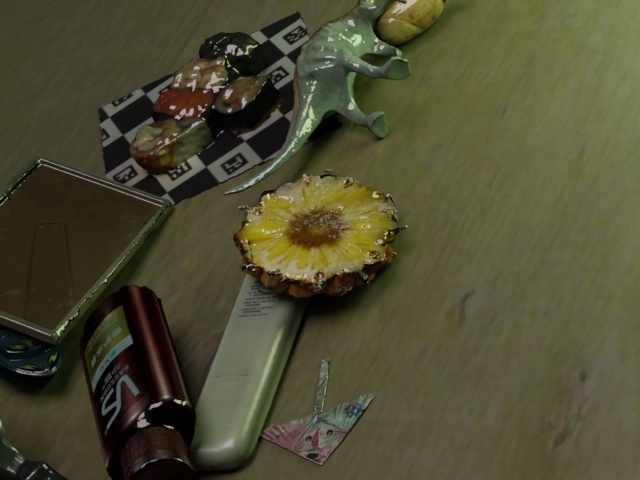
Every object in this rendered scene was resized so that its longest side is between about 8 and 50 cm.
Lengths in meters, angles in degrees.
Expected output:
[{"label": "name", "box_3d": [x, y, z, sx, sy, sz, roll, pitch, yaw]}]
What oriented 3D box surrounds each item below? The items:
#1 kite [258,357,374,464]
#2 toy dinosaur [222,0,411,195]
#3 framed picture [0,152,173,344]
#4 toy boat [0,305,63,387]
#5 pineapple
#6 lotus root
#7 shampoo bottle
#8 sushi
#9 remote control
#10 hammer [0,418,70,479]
[{"label": "kite", "box_3d": [-0.005, 0.184, 1.818, 0.137, 0.005, 0.152, -20, 37, 12]}, {"label": "toy dinosaur", "box_3d": [0.019, -0.192, 2.160, 0.393, 0.092, 0.205, -52, 45, -5]}, {"label": "framed picture", "box_3d": [-0.346, 0.004, 2.136, 0.213, 0.016, 0.289, 19, 43, 17]}, {"label": "toy boat", "box_3d": [-0.386, 0.108, 2.086, 0.093, 0.103, 0.246, -19, 36, -27]}, {"label": "pineapple", "box_3d": [0.000, 0.000, 1.956, 0.221, 0.047, 0.221, -5, 39, 4]}, {"label": "lotus root", "box_3d": [0.123, -0.305, 2.254, 0.152, 0.063, 0.072, -36, 13, 3]}, {"label": "shampoo bottle", "box_3d": [-0.199, 0.176, 1.860, 0.129, 0.084, 0.323, -50, 29, 15]}, {"label": "sushi", "box_3d": [-0.161, -0.194, 2.310, 0.339, 0.069, 0.320, -24, 37, 7]}, {"label": "remote control", "box_3d": [-0.078, 0.128, 1.904, 0.090, 0.038, 0.310, -6, 43, 26]}, {"label": "hammer", "box_3d": [-0.269, 0.276, 1.803, 0.226, 0.159, 0.041, 25, 62, 26]}]
